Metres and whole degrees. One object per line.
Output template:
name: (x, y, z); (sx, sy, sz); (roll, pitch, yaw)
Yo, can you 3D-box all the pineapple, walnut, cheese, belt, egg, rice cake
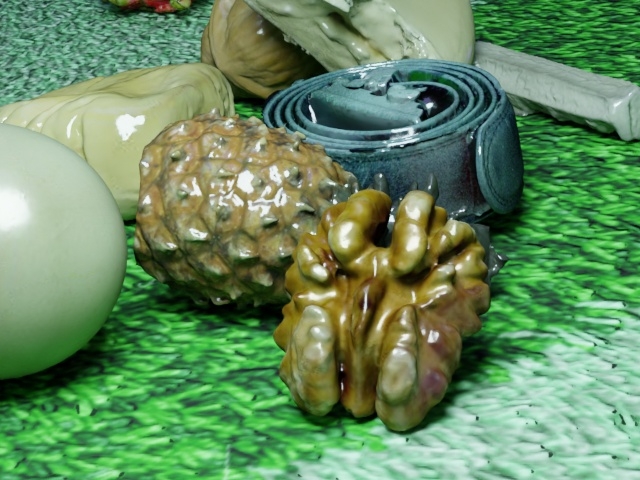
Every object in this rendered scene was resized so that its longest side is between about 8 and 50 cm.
pineapple: (0.000, 0.000, 1.109); (0.278, 0.158, 0.158); (18, 32, 18)
walnut: (-0.048, -0.217, 1.558); (0.166, 0.149, 0.166); (-32, 8, 5)
walnut: (0.040, 0.039, 0.983); (0.143, 0.069, 0.170); (6, 67, 14)
cheese: (0.037, -0.234, 1.425); (0.127, 0.266, 0.233); (-39, 28, 34)
belt: (0.066, -0.075, 1.253); (0.206, 0.116, 0.267); (-21, 26, -21)
cheese: (-0.195, -0.097, 1.381); (0.214, 0.117, 0.226); (0, 21, 23)
egg: (-0.257, 0.006, 1.076); (0.253, 0.189, 0.188); (9, 29, 37)
rice cake: (0.218, -0.148, 1.439); (0.052, 0.057, 0.256); (-38, 36, -20)

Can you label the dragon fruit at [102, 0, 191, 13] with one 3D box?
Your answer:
dragon fruit: (-0.219, -0.371, 1.911); (0.172, 0.160, 0.166); (11, -12, 25)
